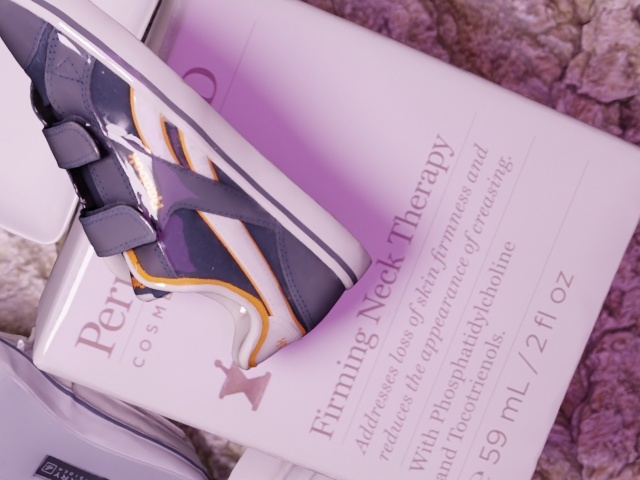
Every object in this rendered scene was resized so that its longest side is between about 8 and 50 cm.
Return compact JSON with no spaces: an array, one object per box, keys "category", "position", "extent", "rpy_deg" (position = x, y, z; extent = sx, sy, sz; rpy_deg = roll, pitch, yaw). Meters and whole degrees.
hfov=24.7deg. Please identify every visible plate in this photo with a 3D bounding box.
[{"category":"plate","position":[-0.295,-0.169,1.268],"extent":[0.278,0.045,0.277],"rpy_deg":[22,90,8]}]

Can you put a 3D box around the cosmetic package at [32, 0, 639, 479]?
[{"category":"cosmetic package","position":[0.000,0.000,1.233],"extent":[0.393,0.327,0.329],"rpy_deg":[21,92,-11]}]

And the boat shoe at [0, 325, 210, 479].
[{"category":"boat shoe","position":[-0.250,0.138,1.292],"extent":[0.367,0.156,0.136],"rpy_deg":[30,109,-26]}]

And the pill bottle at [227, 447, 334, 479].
[{"category":"pill bottle","position":[0.029,0.262,1.285],"extent":[0.229,0.131,0.131],"rpy_deg":[29,90,15]}]

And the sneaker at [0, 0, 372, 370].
[{"category":"sneaker","position":[-0.118,-0.043,0.977],"extent":[0.321,0.126,0.127],"rpy_deg":[42,82,-11]}]
